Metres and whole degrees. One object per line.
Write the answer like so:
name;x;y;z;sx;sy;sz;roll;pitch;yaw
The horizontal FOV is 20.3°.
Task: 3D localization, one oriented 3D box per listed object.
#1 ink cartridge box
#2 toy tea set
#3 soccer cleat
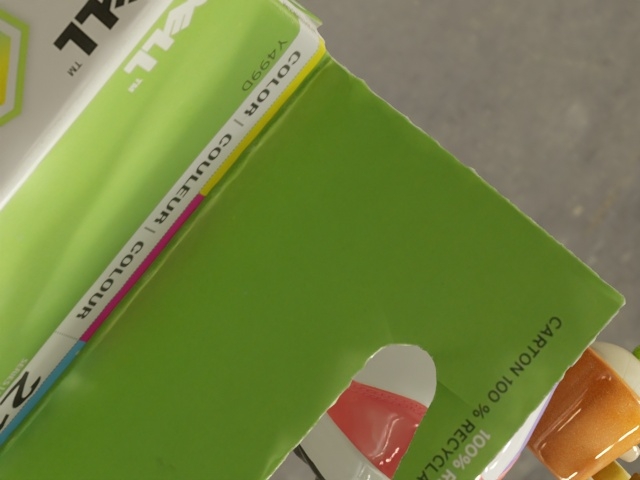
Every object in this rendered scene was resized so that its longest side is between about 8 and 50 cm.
ink cartridge box;-0.071;-0.002;0.522;0.189;0.255;0.097;-50;154;4
toy tea set;0.273;0.191;1.439;0.124;0.200;0.336;-43;152;0
soccer cleat;0.000;0.000;0.871;0.116;0.318;0.108;-49;142;17
